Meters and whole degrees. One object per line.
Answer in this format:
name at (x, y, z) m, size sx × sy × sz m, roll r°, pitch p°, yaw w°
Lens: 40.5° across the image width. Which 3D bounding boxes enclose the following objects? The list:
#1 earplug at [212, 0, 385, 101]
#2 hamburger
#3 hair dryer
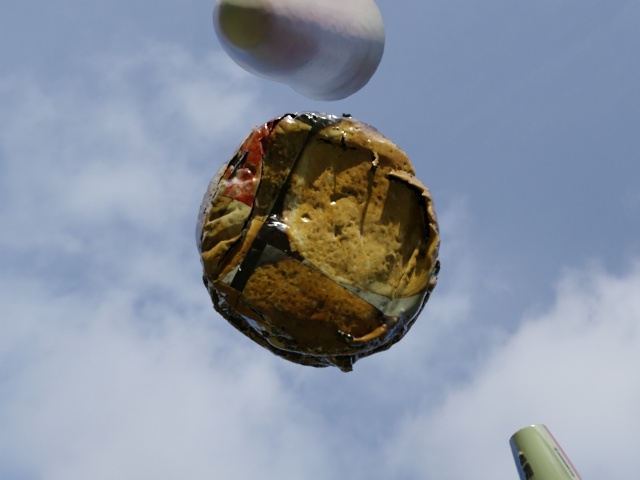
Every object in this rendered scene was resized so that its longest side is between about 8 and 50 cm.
earplug at (-0.041, -0.271, 1.104) m, size 0.172 × 0.301 × 0.172 m, roll 2°, pitch -84°, yaw 20°
hamburger at (0.000, 0.000, 0.782) m, size 0.231 × 0.107 × 0.230 m, roll 2°, pitch -105°, yaw -8°
hair dryer at (0.152, 0.210, 0.704) m, size 0.054 × 0.154 × 0.106 m, roll -59°, pitch -135°, yaw 40°
